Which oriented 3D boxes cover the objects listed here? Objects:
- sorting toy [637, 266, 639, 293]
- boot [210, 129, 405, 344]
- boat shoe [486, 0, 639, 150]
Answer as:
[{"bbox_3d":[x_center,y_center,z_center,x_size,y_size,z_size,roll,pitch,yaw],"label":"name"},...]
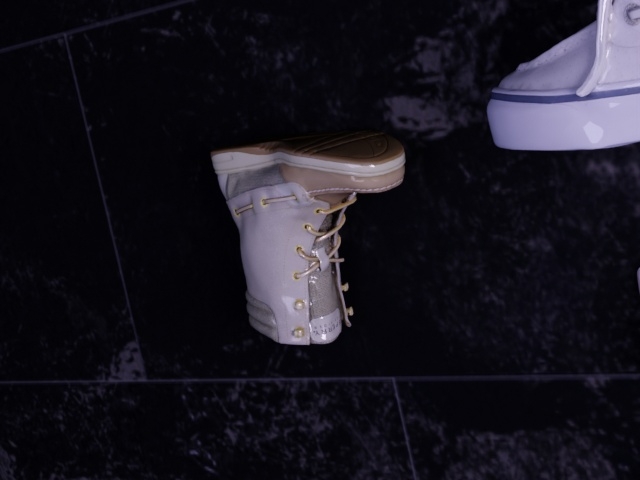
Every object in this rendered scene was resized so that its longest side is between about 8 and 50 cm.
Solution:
[{"bbox_3d":[0.237,0.044,1.175,0.083,0.045,0.075,-42,53,46],"label":"sorting toy"},{"bbox_3d":[0.000,0.000,1.381,0.213,0.077,0.165,2,105,52],"label":"boot"},{"bbox_3d":[0.229,-0.147,1.029,0.367,0.136,0.156,-9,95,53],"label":"boat shoe"}]
